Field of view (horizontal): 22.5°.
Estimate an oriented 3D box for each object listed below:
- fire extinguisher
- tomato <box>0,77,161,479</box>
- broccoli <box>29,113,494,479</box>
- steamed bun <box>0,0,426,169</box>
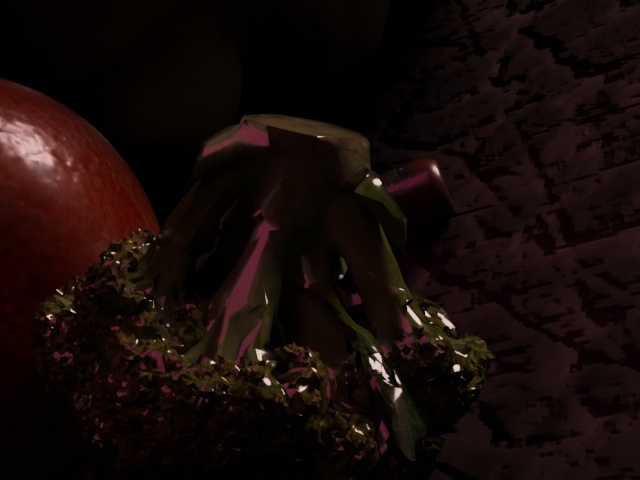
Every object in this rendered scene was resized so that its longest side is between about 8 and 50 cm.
[{"bbox_3d":[-0.002,-0.006,0.581,0.100,0.032,0.046,-21,40,7],"label":"fire extinguisher"},{"bbox_3d":[-0.128,0.021,0.548,0.167,0.167,0.167,-24,29,14],"label":"tomato"},{"bbox_3d":[-0.016,0.026,0.456,0.130,0.120,0.131,14,10,20],"label":"broccoli"},{"bbox_3d":[-0.081,-0.152,0.639,0.339,0.352,0.247,-44,48,48],"label":"steamed bun"}]
